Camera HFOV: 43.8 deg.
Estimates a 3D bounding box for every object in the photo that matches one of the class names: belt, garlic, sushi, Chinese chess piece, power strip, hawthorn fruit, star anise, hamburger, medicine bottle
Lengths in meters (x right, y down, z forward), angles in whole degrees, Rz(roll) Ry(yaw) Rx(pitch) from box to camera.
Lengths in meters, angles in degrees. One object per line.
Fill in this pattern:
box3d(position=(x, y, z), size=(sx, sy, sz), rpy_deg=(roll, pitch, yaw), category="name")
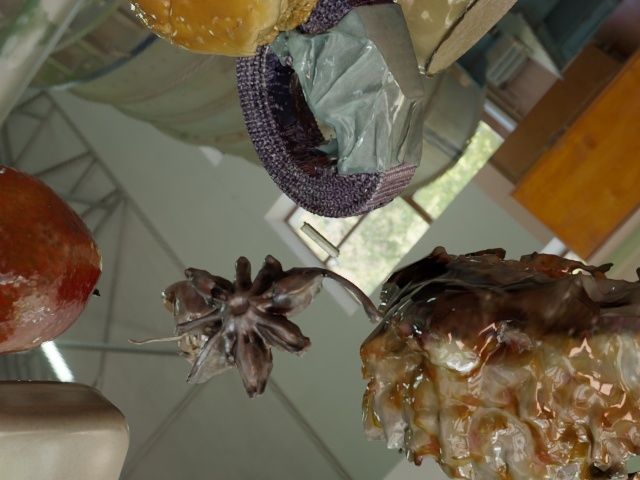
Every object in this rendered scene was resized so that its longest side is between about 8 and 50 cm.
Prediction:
box3d(position=(0.010, -0.189, 1.046), size=(0.122, 0.260, 0.325), rpy_deg=(-19, -87, -46), category="belt")
box3d(position=(-0.261, 0.192, 1.614), size=(0.207, 0.207, 0.256), rpy_deg=(44, -126, 15), category="garlic")
box3d(position=(0.242, 0.107, 0.710), size=(0.417, 0.176, 0.417), rpy_deg=(5, -178, 0), category="sushi")
box3d(position=(0.221, -0.381, 1.248), size=(0.112, 0.270, 0.270), rpy_deg=(48, -166, 6), category="Chinese chess piece")
box3d(position=(0.000, 0.000, 1.426), size=(0.090, 0.016, 0.040), rpy_deg=(41, -173, 2), category="power strip")
box3d(position=(-0.460, 0.048, 1.215), size=(0.285, 0.285, 0.369), rpy_deg=(48, -175, 29), category="hawthorn fruit")
box3d(position=(-0.105, 0.150, 1.422), size=(0.359, 0.316, 0.139), rpy_deg=(36, 179, 29), category="star anise")
box3d(position=(-0.104, -0.295, 0.757), size=(0.244, 0.244, 0.163), rpy_deg=(41, -130, 5), category="hamburger")
box3d(position=(-0.374, 0.344, 0.904), size=(0.123, 0.375, 0.282), rpy_deg=(26, -174, 36), category="medicine bottle")
